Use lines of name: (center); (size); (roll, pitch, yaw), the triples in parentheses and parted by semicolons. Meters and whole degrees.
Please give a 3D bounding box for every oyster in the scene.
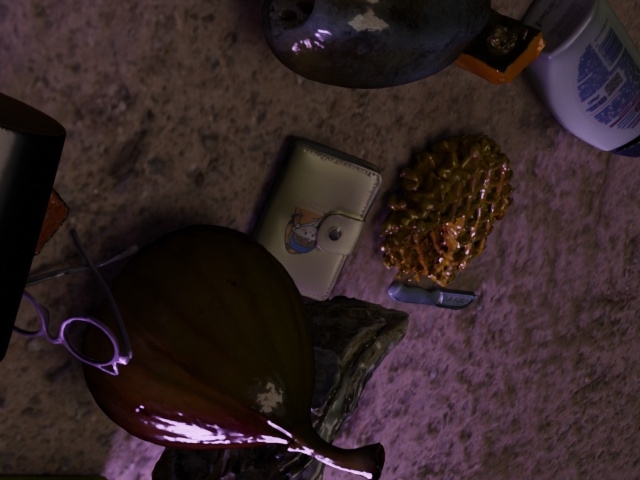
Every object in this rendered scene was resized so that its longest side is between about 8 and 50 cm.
oyster: (-0.033, 0.187, 1.270); (0.351, 0.162, 0.158); (-44, 164, -13)

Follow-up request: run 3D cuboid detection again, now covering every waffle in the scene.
waffle: (0.155, -0.035, 1.394); (0.193, 0.070, 0.197); (11, 109, -53)

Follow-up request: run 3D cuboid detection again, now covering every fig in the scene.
fig: (-0.067, 0.124, 1.044); (0.217, 0.321, 0.217); (-25, 132, -32)

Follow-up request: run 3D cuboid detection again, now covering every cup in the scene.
cup: (-0.296, -0.023, 0.791); (0.239, 0.166, 0.177); (9, 108, -54)

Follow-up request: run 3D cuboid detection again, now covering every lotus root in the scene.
lotus root: (0.081, -0.222, 1.095); (0.322, 0.140, 0.158); (-12, 126, -48)

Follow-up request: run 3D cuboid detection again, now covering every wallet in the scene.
wallet: (-0.010, -0.022, 1.209); (0.110, 0.039, 0.155); (19, 107, -18)

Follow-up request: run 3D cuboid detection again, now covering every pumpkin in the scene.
pumpkin: (0.195, -0.215, 1.283); (0.074, 0.083, 0.054); (-46, 148, -19)

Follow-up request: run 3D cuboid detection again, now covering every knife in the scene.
knife: (0.150, 0.074, 1.528); (0.210, 0.015, 0.028); (11, 104, -53)

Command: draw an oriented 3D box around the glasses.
glasses: (-0.208, 0.045, 1.012); (0.103, 0.140, 0.062); (-60, 165, -47)

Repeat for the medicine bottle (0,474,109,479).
medicine bottle: (-0.278, 0.309, 1.107); (0.250, 0.137, 0.141); (15, 106, -55)

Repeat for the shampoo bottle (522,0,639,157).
shampoo bottle: (0.354, -0.199, 1.489); (0.134, 0.078, 0.359); (-53, 146, 4)

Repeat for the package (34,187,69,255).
package: (-0.251, -0.024, 0.958); (0.110, 0.033, 0.077); (76, 33, -64)
